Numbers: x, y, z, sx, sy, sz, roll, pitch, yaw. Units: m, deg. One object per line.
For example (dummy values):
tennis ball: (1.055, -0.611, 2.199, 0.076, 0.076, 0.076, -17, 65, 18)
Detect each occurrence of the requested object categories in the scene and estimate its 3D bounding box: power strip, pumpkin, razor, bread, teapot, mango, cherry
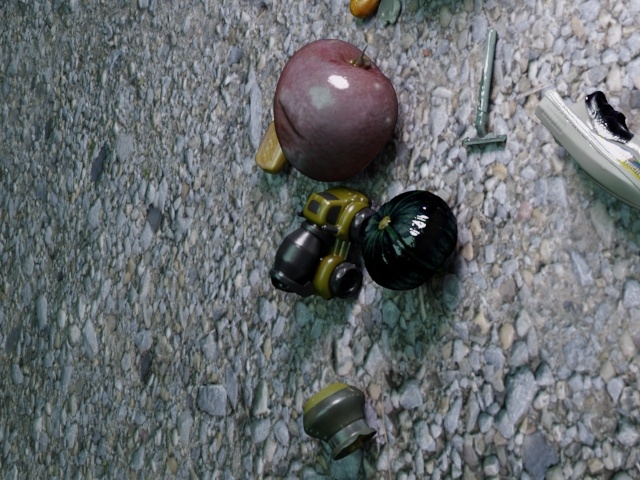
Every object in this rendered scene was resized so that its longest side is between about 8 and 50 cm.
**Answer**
power strip: (0.132, -0.468, 2.053, 0.055, 0.035, 0.083, 0, 84, 46)
pumpkin: (0.157, -0.002, 1.842, 0.194, 0.150, 0.194, -13, 73, 47)
razor: (0.293, -0.274, 1.846, 0.084, 0.035, 0.211, -3, 80, 43)
bread: (-0.087, -0.195, 2.200, 0.082, 0.056, 0.115, 25, 94, 42)
teapot: (0.032, 0.341, 1.930, 0.119, 0.130, 0.166, 56, 154, 20)
mango: (0.092, -0.488, 2.089, 0.060, 0.046, 0.089, 36, 103, 44)
cherry: (0.022, -0.245, 1.992, 0.261, 0.221, 0.308, 55, 137, 40)

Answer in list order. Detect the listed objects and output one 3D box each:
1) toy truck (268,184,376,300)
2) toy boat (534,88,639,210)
toy truck: (0.000, 0.000, 1.990, 0.147, 0.165, 0.224, 32, 104, 45)
toy boat: (0.453, -0.142, 1.592, 0.269, 0.140, 0.141, 39, 109, 41)
